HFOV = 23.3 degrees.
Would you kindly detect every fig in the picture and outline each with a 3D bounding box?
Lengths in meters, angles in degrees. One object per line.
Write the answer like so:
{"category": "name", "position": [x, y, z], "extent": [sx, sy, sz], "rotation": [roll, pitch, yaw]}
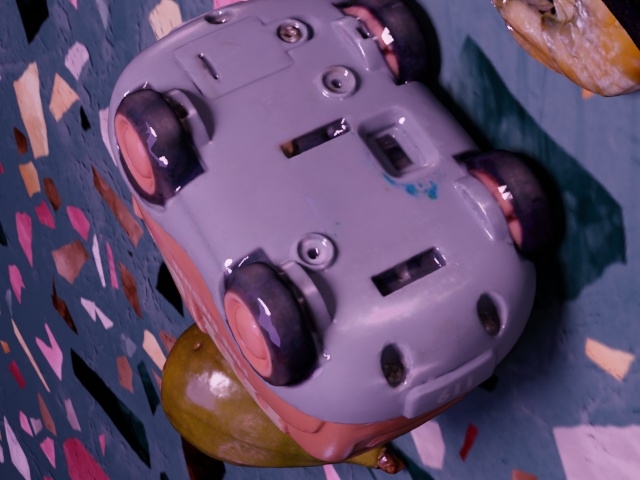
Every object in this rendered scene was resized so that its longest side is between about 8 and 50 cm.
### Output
{"category": "fig", "position": [-0.024, 0.102, 1.147], "extent": [0.185, 0.133, 0.127], "rotation": [3, 97, 19]}

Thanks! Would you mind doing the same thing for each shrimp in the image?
{"category": "shrimp", "position": [0.109, -0.172, 0.798], "extent": [0.217, 0.051, 0.150], "rotation": [66, 158, -1]}

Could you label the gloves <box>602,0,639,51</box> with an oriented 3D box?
{"category": "gloves", "position": [0.164, -0.164, 0.562], "extent": [0.197, 0.152, 0.301], "rotation": [-7, 133, 26]}

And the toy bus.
{"category": "toy bus", "position": [0.000, 0.000, 0.963], "extent": [0.288, 0.194, 0.232], "rotation": [54, 159, 25]}
